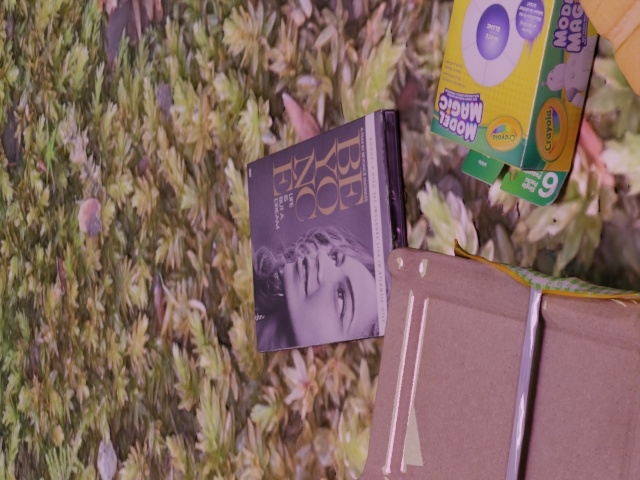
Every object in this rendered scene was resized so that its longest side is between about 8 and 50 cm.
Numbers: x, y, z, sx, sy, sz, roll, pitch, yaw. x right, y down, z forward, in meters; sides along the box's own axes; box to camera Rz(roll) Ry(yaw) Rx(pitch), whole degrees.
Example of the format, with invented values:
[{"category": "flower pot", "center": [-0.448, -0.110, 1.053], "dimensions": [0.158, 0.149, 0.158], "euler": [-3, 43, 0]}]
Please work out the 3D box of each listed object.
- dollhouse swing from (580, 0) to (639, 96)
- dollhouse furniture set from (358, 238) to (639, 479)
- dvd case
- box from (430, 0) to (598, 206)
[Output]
[{"category": "dollhouse swing", "center": [0.148, -0.131, 0.500], "dimensions": [0.305, 0.315, 0.347], "euler": [-43, 66, 43]}, {"category": "dollhouse furniture set", "center": [0.130, 0.158, 0.735], "dimensions": [0.197, 0.151, 0.301], "euler": [14, 99, 46]}, {"category": "dvd case", "center": [0.000, 0.000, 1.058], "dimensions": [0.221, 0.018, 0.164], "euler": [-15, 77, 59]}, {"category": "box", "center": [0.120, -0.117, 0.829], "dimensions": [0.105, 0.043, 0.179], "euler": [31, 118, 57]}]
